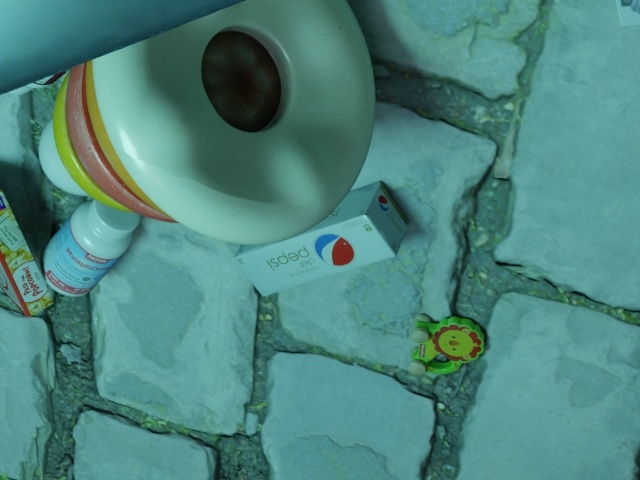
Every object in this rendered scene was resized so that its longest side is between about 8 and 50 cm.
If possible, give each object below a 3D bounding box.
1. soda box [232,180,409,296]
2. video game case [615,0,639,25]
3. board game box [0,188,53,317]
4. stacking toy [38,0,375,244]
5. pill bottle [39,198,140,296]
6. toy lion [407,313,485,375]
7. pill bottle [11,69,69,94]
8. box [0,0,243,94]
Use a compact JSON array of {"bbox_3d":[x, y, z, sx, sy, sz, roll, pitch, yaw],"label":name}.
[{"bbox_3d":[0.000,0.000,2.008,0.216,0.069,0.074,-17,122,35],"label":"soda box"},{"bbox_3d":[0.368,-0.304,1.604,0.173,0.022,0.190,-2,129,25],"label":"video game case"},{"bbox_3d":[-0.437,-0.008,2.154,0.147,0.045,0.193,36,152,49],"label":"board game box"},{"bbox_3d":[-0.201,-0.143,1.853,0.350,0.350,0.480,48,148,-21],"label":"stacking toy"},{"bbox_3d":[-0.304,0.001,2.128,0.087,0.087,0.160,36,134,-10],"label":"pill bottle"},{"bbox_3d":[0.165,0.137,2.089,0.096,0.034,0.100,9,133,6],"label":"toy lion"},{"bbox_3d":[-0.330,-0.237,1.926,0.086,0.086,0.152,45,133,-18],"label":"pill bottle"},{"bbox_3d":[-0.208,-0.383,1.416,0.480,0.472,0.297,-18,122,22],"label":"box"}]
